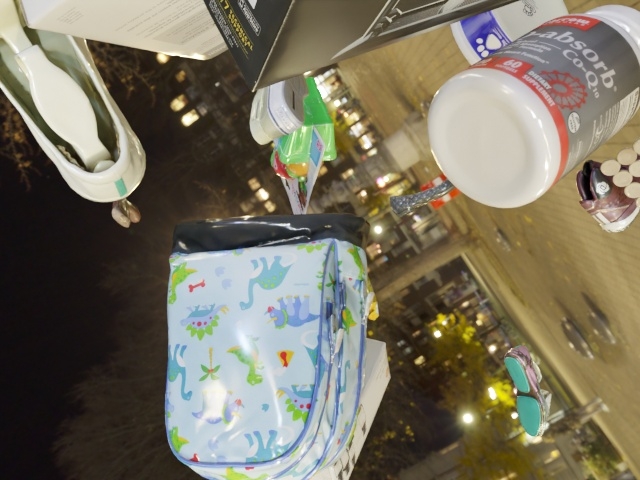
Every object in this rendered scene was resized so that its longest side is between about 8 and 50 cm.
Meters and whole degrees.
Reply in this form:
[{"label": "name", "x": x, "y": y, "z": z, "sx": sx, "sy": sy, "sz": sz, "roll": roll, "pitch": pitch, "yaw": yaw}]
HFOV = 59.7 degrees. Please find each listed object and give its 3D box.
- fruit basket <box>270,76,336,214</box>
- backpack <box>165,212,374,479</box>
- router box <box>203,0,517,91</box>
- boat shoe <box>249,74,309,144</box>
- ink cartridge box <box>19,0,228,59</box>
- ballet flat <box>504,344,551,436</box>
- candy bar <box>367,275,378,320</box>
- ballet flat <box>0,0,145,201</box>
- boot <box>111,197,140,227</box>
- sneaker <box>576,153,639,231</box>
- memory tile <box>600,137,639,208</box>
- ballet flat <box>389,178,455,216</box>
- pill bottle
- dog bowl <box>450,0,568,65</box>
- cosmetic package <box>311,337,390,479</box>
[{"label": "fruit basket", "x": -0.082, "y": -0.254, "z": 1.540, "sx": 0.353, "sy": 0.166, "sz": 0.326, "roll": 116, "pitch": 143, "yaw": -50}, {"label": "backpack", "x": -0.073, "y": 0.143, "z": 0.741, "sx": 0.273, "sy": 0.291, "sz": 0.354, "roll": 3, "pitch": -95, "yaw": -79}, {"label": "router box", "x": 0.100, "y": -0.219, "z": 0.320, "sx": 0.080, "sy": 0.309, "sz": 0.243, "roll": 62, "pitch": 156, "yaw": 4}, {"label": "boat shoe", "x": -0.089, "y": -0.294, "z": 1.117, "sx": 0.109, "sy": 0.094, "sz": 0.302, "roll": 54, "pitch": -159, "yaw": -29}, {"label": "ink cartridge box", "x": -0.096, "y": -0.309, "z": 0.548, "sx": 0.272, "sy": 0.310, "sz": 0.129, "roll": -21, "pitch": -86, "yaw": -64}, {"label": "ballet flat", "x": 0.489, "y": 0.344, "z": 1.294, "sx": 0.077, "sy": 0.079, "sz": 0.221, "roll": -6, "pitch": 106, "yaw": 59}, {"label": "candy bar", "x": 0.070, "y": 0.067, "z": 0.912, "sx": 0.161, "sy": 0.018, "sz": 0.040, "roll": -104, "pitch": 6, "yaw": -55}, {"label": "ballet flat", "x": -0.334, "y": -0.224, "z": 0.636, "sx": 0.400, "sy": 0.139, "sz": 0.139, "roll": 58, "pitch": -171, "yaw": -10}, {"label": "boot", "x": -0.420, "y": -0.054, "z": 1.210, "sx": 0.106, "sy": 0.037, "sz": 0.114, "roll": 58, "pitch": 176, "yaw": -40}, {"label": "sneaker", "x": 0.713, "y": -0.172, "z": 1.318, "sx": 0.163, "sy": 0.281, "sz": 0.106, "roll": 34, "pitch": 175, "yaw": -7}, {"label": "memory tile", "x": 0.678, "y": -0.139, "z": 1.167, "sx": 0.148, "sy": 0.113, "sz": 0.012, "roll": 42, "pitch": -140, "yaw": -7}, {"label": "ballet flat", "x": 0.221, "y": -0.103, "z": 1.130, "sx": 0.049, "sy": 0.173, "sz": 0.057, "roll": 65, "pitch": -166, "yaw": 8}, {"label": "pill bottle", "x": 0.354, "y": -0.220, "z": 0.856, "sx": 0.210, "sy": 0.363, "sz": 0.210, "roll": 38, "pitch": 148, "yaw": 29}, {"label": "dog bowl", "x": 0.410, "y": -0.469, "z": 1.198, "sx": 0.264, "sy": 0.265, "sz": 0.104, "roll": 56, "pitch": 147, "yaw": -2}, {"label": "cosmetic package", "x": 0.047, "y": 0.277, "z": 0.897, "sx": 0.239, "sy": 0.061, "sz": 0.098, "roll": -57, "pitch": -32, "yaw": -42}]
